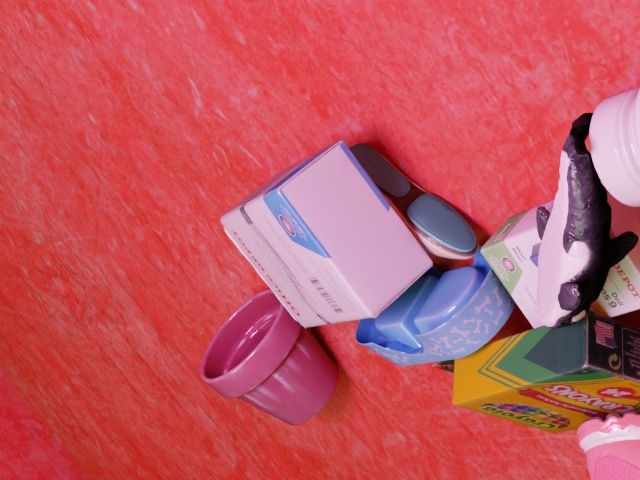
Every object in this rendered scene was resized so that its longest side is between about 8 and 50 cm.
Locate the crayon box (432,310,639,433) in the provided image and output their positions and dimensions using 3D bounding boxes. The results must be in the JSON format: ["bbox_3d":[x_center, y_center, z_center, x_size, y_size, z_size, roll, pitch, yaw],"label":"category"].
[{"bbox_3d":[0.327,0.194,1.717,0.202,0.081,0.318,18,154,-28],"label":"crayon box"}]

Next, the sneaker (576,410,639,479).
[{"bbox_3d":[0.492,0.285,1.626,0.313,0.116,0.136,-17,68,37],"label":"sneaker"}]

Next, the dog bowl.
[{"bbox_3d":[0.169,0.103,1.792,0.074,0.166,0.297,44,153,-15],"label":"dog bowl"}]

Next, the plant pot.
[{"bbox_3d":[-0.074,0.213,2.120,0.180,0.201,0.201,43,145,-21],"label":"plant pot"}]

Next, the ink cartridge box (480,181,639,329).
[{"bbox_3d":[0.340,0.023,1.622,0.212,0.093,0.154,-24,104,49],"label":"ink cartridge box"}]

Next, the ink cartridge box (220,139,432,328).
[{"bbox_3d":[0.000,0.000,1.829,0.223,0.129,0.307,52,161,-7],"label":"ink cartridge box"}]

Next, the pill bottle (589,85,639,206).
[{"bbox_3d":[0.442,-0.129,1.333,0.283,0.160,0.160,-16,111,50],"label":"pill bottle"}]

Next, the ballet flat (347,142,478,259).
[{"bbox_3d":[0.122,-0.043,1.782,0.248,0.086,0.086,44,143,19],"label":"ballet flat"}]

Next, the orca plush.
[{"bbox_3d":[0.327,-0.016,1.492,0.151,0.102,0.287,-110,16,-65],"label":"orca plush"}]
